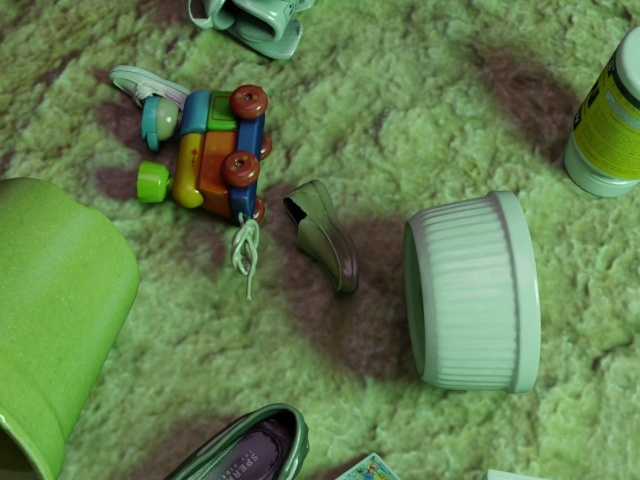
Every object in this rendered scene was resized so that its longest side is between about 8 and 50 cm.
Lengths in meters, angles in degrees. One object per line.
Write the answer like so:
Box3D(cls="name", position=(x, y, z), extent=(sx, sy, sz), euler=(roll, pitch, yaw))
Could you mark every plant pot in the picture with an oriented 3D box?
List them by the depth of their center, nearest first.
Box3D(cls="plant pot", position=(-0.302, 0.086, 1.077), extent=(0.276, 0.276, 0.254), euler=(26, 49, 5))

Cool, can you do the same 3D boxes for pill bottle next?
Box3D(cls="pill bottle", position=(0.358, -0.142, 1.329), extent=(0.119, 0.208, 0.119), euler=(5, 61, -8))

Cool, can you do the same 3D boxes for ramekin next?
Box3D(cls="ramekin", position=(0.148, 0.055, 1.192), extent=(0.109, 0.207, 0.207), euler=(-4, 62, -2))

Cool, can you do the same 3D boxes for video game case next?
Box3D(cls="video game case", position=(0.054, 0.257, 1.129), extent=(0.087, 0.011, 0.122), euler=(45, 26, 15))

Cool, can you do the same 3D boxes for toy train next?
Box3D(cls="toy train", position=(-0.134, -0.054, 1.262), extent=(0.143, 0.105, 0.248), euler=(3, 61, 3))

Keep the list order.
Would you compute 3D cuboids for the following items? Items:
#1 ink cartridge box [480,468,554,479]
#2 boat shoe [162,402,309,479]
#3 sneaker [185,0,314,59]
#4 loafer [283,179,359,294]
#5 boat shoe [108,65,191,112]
Box3D(cls="ink cartridge box", position=(0.216, 0.332, 1.072), extent=(0.158, 0.092, 0.218), euler=(10, 43, 0))
Box3D(cls="boat shoe", position=(-0.135, 0.272, 1.079), extent=(0.112, 0.095, 0.335), euler=(39, 62, 12))
Box3D(cls="sneaker", position=(0.007, -0.330, 1.417), extent=(0.365, 0.137, 0.210), euler=(1, 62, -4))
Box3D(cls="loafer", position=(0.000, 0.000, 1.279), extent=(0.050, 0.056, 0.148), euler=(-14, 55, -16))
Box3D(cls="boat shoe", position=(-0.199, -0.170, 1.347), extent=(0.100, 0.035, 0.035), euler=(21, 57, -6))
